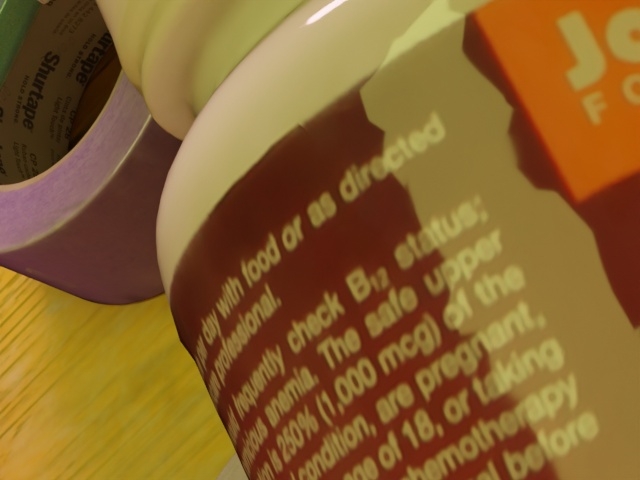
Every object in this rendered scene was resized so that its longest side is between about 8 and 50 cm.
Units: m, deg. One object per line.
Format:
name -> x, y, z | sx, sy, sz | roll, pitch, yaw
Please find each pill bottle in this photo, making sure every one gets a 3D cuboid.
pill bottle -> 0.093, 0.039, 0.517 | 0.224, 0.224, 0.392 | -35, 71, 27

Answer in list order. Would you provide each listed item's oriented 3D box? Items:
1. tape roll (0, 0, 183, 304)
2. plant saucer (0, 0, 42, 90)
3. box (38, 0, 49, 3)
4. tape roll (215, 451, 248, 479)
tape roll -> -0.103, -0.071, 0.925 | 0.189, 0.080, 0.189 | -20, 58, 36
plant saucer -> -0.148, -0.125, 0.922 | 0.067, 0.018, 0.192 | 26, 91, 46
box -> -0.161, -0.206, 0.865 | 0.091, 0.130, 0.170 | -46, 47, 16
tape roll -> 0.040, 0.152, 0.699 | 0.219, 0.072, 0.219 | -19, 59, 37
